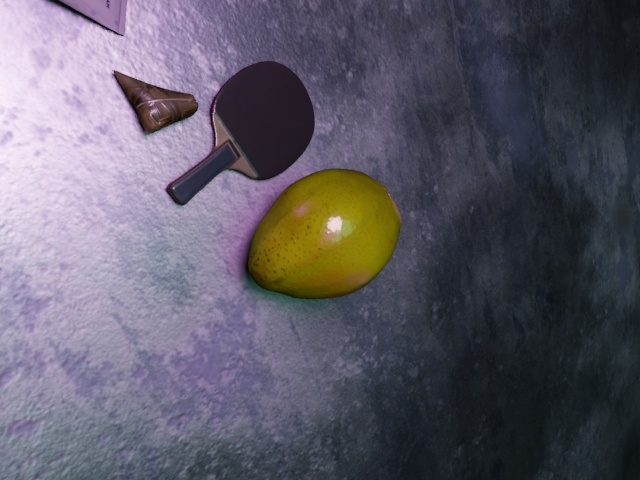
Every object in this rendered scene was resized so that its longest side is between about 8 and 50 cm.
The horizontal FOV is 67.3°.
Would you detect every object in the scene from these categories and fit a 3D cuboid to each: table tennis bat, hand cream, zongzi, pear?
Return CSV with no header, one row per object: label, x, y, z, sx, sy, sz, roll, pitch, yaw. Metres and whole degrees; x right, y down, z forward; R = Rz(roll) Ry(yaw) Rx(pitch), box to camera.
table tennis bat,-0.106,-0.145,0.680,0.274,0.021,0.154,-47,121,-27
hand cream,-0.272,-0.291,0.518,0.142,0.053,0.084,6,91,-49
zongzi,-0.202,-0.183,0.595,0.076,0.040,0.083,-37,99,-37
pear,0.000,0.000,0.688,0.219,0.187,0.187,-38,117,-14
